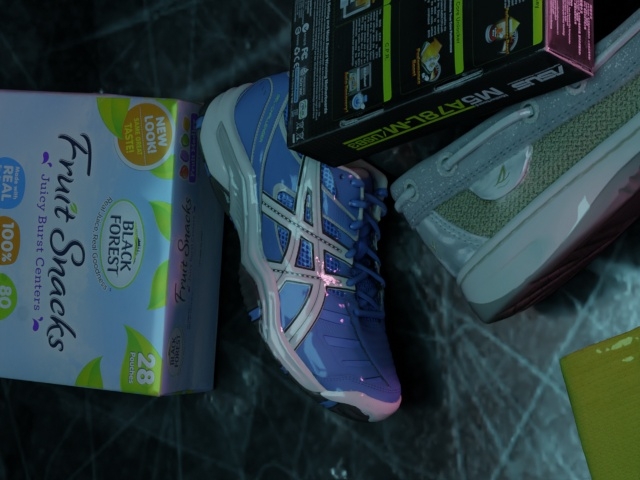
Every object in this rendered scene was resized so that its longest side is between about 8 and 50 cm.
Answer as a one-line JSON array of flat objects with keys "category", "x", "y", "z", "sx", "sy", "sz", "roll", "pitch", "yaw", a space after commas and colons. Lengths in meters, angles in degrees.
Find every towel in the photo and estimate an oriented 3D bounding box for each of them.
[{"category": "towel", "x": 0.201, "y": 0.153, "z": 1.024, "sx": 0.102, "sy": 0.021, "sz": 0.237, "roll": -23, "pitch": 67, "yaw": 20}]

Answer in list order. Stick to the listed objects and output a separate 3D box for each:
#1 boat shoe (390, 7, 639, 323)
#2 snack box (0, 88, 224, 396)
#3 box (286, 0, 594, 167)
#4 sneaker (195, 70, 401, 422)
[{"category": "boat shoe", "x": 0.165, "y": -0.093, "z": 1.015, "sx": 0.103, "sy": 0.118, "sz": 0.320, "roll": 49, "pitch": 117, "yaw": 14}, {"category": "snack box", "x": -0.162, "y": -0.003, "z": 1.207, "sx": 0.207, "sy": 0.070, "sz": 0.174, "roll": 4, "pitch": 91, "yaw": 25}, {"category": "box", "x": 0.060, "y": -0.151, "z": 1.049, "sx": 0.184, "sy": 0.045, "sz": 0.190, "roll": -18, "pitch": 61, "yaw": 40}, {"category": "sneaker", "x": 0.000, "y": 0.000, "z": 1.117, "sx": 0.081, "sy": 0.080, "sz": 0.211, "roll": -28, "pitch": 79, "yaw": 28}]
